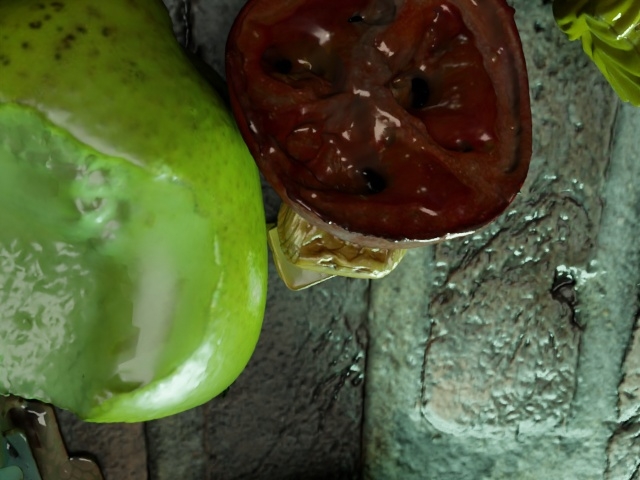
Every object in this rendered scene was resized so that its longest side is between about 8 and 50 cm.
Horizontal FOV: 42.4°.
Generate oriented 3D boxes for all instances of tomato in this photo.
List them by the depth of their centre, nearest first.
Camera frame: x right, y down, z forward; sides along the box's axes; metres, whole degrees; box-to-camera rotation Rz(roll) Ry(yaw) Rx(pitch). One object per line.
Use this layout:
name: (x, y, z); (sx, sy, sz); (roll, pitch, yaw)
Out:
tomato: (0.038, -0.101, 0.593); (0.227, 0.101, 0.228); (3, 79, -17)

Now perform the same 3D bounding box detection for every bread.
bread: (0.020, -0.014, 0.644); (0.110, 0.044, 0.083); (7, 96, -18)

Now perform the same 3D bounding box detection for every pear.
pear: (-0.150, -0.035, 0.563); (0.286, 0.176, 0.282); (14, 104, -16)

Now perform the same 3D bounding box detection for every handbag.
handbag: (0.000, 0.000, 0.680); (0.083, 0.027, 0.061); (-22, 108, -8)

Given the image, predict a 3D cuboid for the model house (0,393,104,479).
model house: (-0.255, 0.266, 0.610); (0.169, 0.244, 0.326); (-11, 109, -4)

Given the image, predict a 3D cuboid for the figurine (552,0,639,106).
figurine: (0.142, -0.254, 0.565); (0.315, 0.168, 0.187); (32, 84, -10)
